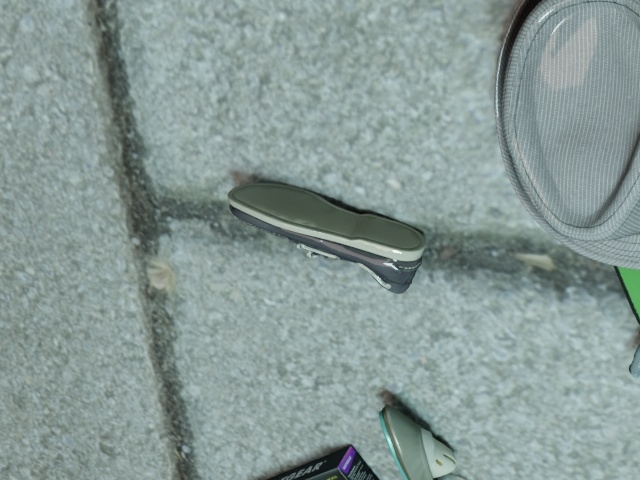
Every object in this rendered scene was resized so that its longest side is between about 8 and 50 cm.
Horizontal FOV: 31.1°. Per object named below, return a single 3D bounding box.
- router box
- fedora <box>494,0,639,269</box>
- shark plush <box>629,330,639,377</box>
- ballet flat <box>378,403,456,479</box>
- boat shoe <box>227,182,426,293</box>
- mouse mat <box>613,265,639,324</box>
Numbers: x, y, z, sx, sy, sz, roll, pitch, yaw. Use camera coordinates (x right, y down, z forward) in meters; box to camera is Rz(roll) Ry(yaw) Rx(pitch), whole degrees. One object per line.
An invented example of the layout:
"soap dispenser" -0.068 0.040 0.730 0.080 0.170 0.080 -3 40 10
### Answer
"router box" 0.006 0.329 1.361 0.179 0.046 0.133 -30 102 38
"fedora" 0.225 -0.095 0.890 0.243 0.124 0.276 17 113 31
"shark plush" 0.305 0.056 1.018 0.073 0.067 0.161 37 129 2
"ballet flat" 0.123 0.259 1.255 0.068 0.072 0.213 -17 113 5
"boat shoe" 0.000 0.000 1.142 0.206 0.075 0.065 17 123 12
"mouse mat" 0.312 -0.029 0.945 0.189 0.007 0.153 -35 64 38
